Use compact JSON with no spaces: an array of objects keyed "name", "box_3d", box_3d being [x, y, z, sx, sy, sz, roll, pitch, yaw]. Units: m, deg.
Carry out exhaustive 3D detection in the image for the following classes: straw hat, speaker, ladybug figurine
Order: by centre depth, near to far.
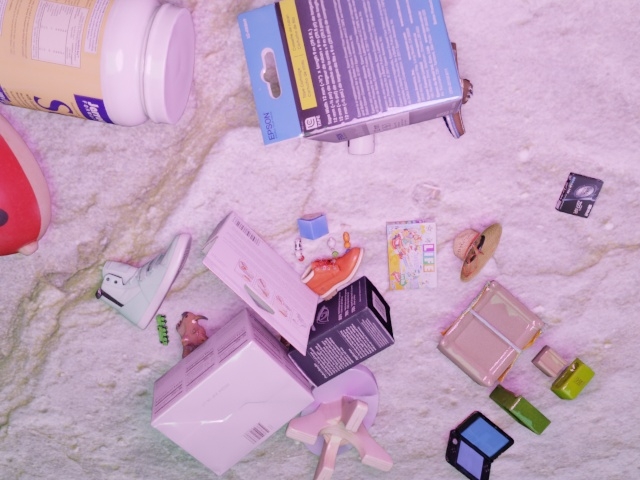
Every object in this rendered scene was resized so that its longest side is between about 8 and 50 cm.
[{"name":"speaker","box_3d":[0.079,-0.240,1.129,0.055,0.055,0.136,-1,112,3]},{"name":"ladybug figurine","box_3d":[-0.748,-0.136,1.153,0.305,0.162,0.449,-38,106,16]},{"name":"straw hat","box_3d":[0.314,0.012,1.213,0.061,0.145,0.144,35,116,34]}]

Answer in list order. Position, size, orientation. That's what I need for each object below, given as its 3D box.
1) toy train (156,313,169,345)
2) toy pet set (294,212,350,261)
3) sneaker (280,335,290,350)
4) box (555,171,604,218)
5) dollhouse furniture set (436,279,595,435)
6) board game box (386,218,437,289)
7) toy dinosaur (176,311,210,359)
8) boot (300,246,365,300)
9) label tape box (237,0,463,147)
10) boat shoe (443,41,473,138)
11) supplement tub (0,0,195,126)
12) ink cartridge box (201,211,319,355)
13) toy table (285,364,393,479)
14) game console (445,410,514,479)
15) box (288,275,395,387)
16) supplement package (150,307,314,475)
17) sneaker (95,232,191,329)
[{"name":"toy train","box_3d":[-0.371,0.210,1.353,0.024,0.017,0.083,5,112,11]},{"name":"toy pet set","box_3d":[0.000,0.000,1.224,0.122,0.065,0.114,-9,111,6]},{"name":"sneaker","box_3d":[-0.068,0.302,1.345,0.066,0.071,0.188,-6,111,5]},{"name":"box","box_3d":[0.533,-0.093,1.186,0.067,0.018,0.083,15,112,-3]},{"name":"dollhouse furniture set","box_3d":[0.423,0.256,1.309,0.301,0.151,0.197,42,88,5]},{"name":"board game box","box_3d":[0.198,0.031,1.247,0.104,0.026,0.154,-5,112,4]},{"name":"toy dinosaur","box_3d":[-0.233,0.315,1.337,0.296,0.127,0.200,33,103,-16]},{"name":"boot","box_3d":[0.026,0.059,1.237,0.085,0.059,0.158,35,119,-17]},{"name":"label tape box","box_3d":[0.052,-0.316,1.028,0.348,0.115,0.249,-13,87,10]},{"name":"boat shoe","box_3d":[0.255,-0.286,1.096,0.066,0.066,0.183,-18,110,8]},{"name":"supplement tub","box_3d":[-0.410,-0.334,1.014,0.332,0.241,0.240,10,112,-1]},{"name":"ink cartridge box","box_3d":[-0.125,0.094,1.172,0.060,0.239,0.275,-39,105,23]},{"name":"toy table","box_3d":[0.044,0.442,1.350,0.252,0.161,0.274,11,111,-2]},{"name":"game console","box_3d":[0.390,0.513,1.404,0.144,0.124,0.085,40,135,-12]},{"name":"box","box_3d":[0.044,0.196,1.255,0.207,0.153,0.108,-33,107,16]},{"name":"supplement package","box_3d":[-0.183,0.315,1.204,0.262,0.145,0.204,-39,114,4]},{"name":"sneaker","box_3d":[-0.392,0.065,1.254,0.151,0.094,0.255,32,109,-7]}]
